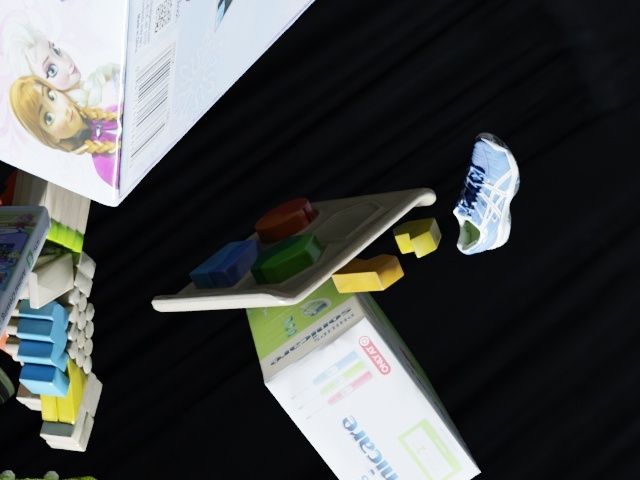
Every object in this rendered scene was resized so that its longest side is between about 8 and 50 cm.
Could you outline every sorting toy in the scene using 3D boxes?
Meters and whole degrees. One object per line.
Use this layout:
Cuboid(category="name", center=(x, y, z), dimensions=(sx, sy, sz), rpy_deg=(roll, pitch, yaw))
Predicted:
Cuboid(category="sorting toy", center=(0.000, 0.000, 1.472), dimensions=(0.307, 0.229, 0.041), rpy_deg=(-6, 113, 51))

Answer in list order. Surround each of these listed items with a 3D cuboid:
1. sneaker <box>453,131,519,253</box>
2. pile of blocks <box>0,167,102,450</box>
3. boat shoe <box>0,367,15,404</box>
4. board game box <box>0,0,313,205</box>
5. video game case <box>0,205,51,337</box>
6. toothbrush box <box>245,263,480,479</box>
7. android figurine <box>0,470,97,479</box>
Cuboid(category="sneaker", center=(0.255, -0.068, 2.423), dimensions=(0.080, 0.081, 0.211), rpy_deg=(27, 132, 41))
Cuboid(category="pile of blocks", center=(-0.327, 0.064, 1.724), dimensions=(0.112, 0.149, 0.362), rpy_deg=(4, 102, 18))
Cuboid(category="boat shoe", center=(-0.500, 0.157, 2.047), dimensions=(0.080, 0.073, 0.223), rpy_deg=(-1, 140, 46))
Cuboid(category="board game box", center=(-0.023, -0.228, 0.641), dimensions=(0.066, 0.318, 0.319), rpy_deg=(22, 131, 14))
Cuboid(category="video game case", center=(-0.323, 0.037, 1.136), dimensions=(0.193, 0.212, 0.023), rpy_deg=(-78, -15, -54))
Cuboid(category="toothbrush box", center=(0.034, 0.142, 1.596), dimensions=(0.206, 0.122, 0.283), rpy_deg=(54, -176, -16))
Cuboid(category="android figurine", center=(-0.421, 0.346, 2.110), dimensions=(0.273, 0.248, 0.056), rpy_deg=(-21, 67, 56))
